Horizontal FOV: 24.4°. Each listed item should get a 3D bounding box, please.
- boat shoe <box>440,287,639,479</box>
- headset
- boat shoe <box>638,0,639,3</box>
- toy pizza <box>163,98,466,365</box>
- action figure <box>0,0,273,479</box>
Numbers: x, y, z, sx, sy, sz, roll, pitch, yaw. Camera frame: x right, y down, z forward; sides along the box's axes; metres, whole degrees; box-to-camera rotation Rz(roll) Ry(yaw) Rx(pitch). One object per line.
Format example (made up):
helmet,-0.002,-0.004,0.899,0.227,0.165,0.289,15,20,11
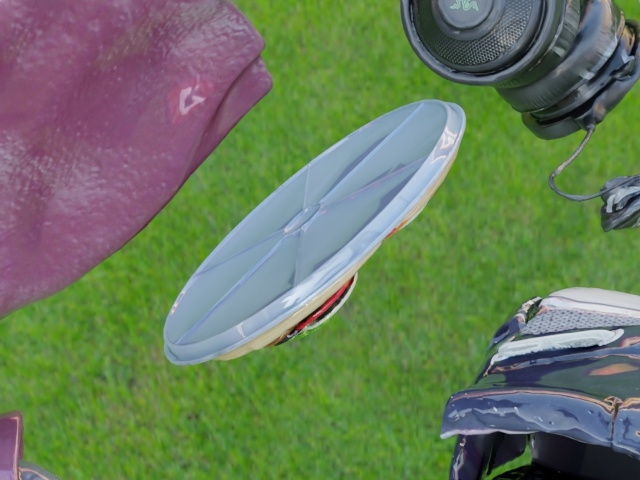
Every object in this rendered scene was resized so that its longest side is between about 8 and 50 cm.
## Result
boat shoe,0.209,0.107,0.604,0.341,0.127,0.158,6,18,26
headset,0.196,-0.179,1.202,0.185,0.243,0.394,-35,53,27
boat shoe,0.210,-0.077,0.414,0.277,0.098,0.096,0,19,-28
toy pizza,0.000,0.000,0.778,0.032,0.201,0.201,50,60,-15
action figure,-0.185,0.011,0.555,0.276,0.248,0.370,33,85,41
